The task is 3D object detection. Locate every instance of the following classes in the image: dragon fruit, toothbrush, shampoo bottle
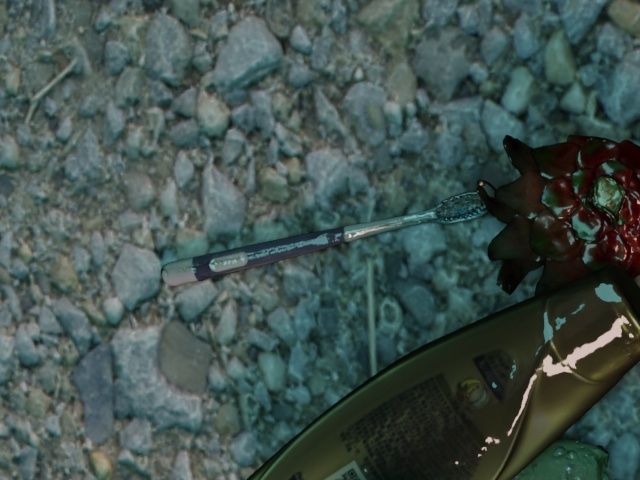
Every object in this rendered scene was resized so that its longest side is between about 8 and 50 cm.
[{"bbox_3d":[0.201,-0.018,1.034,0.142,0.121,0.130,-1,52,39],"label":"dragon fruit"},{"bbox_3d":[0.000,0.000,1.126,0.288,0.026,0.024,-12,80,13],"label":"toothbrush"},{"bbox_3d":[0.097,0.140,1.026,0.350,0.084,0.125,-38,89,21],"label":"shampoo bottle"}]

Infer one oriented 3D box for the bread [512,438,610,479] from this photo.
[{"bbox_3d":[0.169,0.270,1.047,0.172,0.064,0.232,37,96,15],"label":"bread"}]
